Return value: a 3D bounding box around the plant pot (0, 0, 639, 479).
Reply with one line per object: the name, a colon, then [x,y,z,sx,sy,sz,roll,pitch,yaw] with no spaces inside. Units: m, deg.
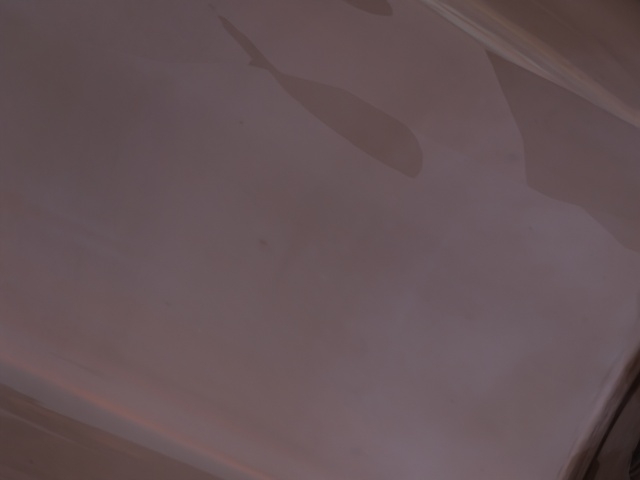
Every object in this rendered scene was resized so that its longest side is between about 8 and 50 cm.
plant pot: [0.000,0.000,0.604,0.280,0.323,0.323,30,91,26]
